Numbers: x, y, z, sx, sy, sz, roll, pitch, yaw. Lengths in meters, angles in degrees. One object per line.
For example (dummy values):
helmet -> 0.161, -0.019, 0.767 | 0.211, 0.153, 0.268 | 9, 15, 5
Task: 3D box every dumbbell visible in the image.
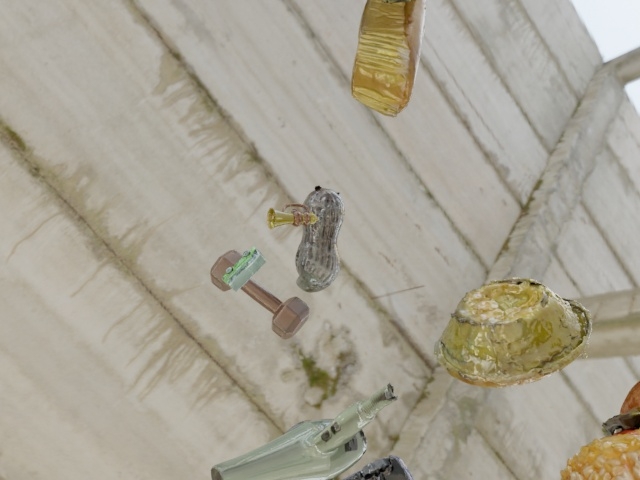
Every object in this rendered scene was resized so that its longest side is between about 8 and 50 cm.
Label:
dumbbell -> -0.132, 0.114, 1.314 | 0.231, 0.092, 0.082 | 37, -117, 11

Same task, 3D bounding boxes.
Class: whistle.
whistle -> -0.060, -0.050, 1.290 | 0.109, 0.057, 0.046 | -4, -71, -31

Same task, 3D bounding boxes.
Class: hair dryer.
hair dryer -> -0.031, 0.267, 0.801 | 0.229, 0.267, 0.092 | -16, -119, -17

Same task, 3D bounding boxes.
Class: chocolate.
chocolate -> 0.000, 0.000, 1.405 | 0.110, 0.110, 0.248 | -3, -74, -39

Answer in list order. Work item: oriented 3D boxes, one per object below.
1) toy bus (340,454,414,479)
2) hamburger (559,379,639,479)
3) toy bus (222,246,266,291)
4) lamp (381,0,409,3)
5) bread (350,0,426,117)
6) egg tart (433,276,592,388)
toy bus -> 0.050, 0.498, 1.093 | 0.133, 0.292, 0.125 | 40, -158, -59
hamburger -> 0.438, 0.316, 0.664 | 0.250, 0.330, 0.330 | -42, -75, -22
toy bus -> -0.136, 0.051, 1.100 | 0.083, 0.037, 0.031 | -45, -49, -11
lamp -> 0.105, -0.459, 0.859 | 0.247, 0.247, 0.246 | 12, -110, -36
bread -> 0.130, -0.371, 1.139 | 0.119, 0.152, 0.288 | 12, -129, 2
egg tart -> 0.359, 0.158, 1.182 | 0.315, 0.315, 0.120 | -35, -67, -40
